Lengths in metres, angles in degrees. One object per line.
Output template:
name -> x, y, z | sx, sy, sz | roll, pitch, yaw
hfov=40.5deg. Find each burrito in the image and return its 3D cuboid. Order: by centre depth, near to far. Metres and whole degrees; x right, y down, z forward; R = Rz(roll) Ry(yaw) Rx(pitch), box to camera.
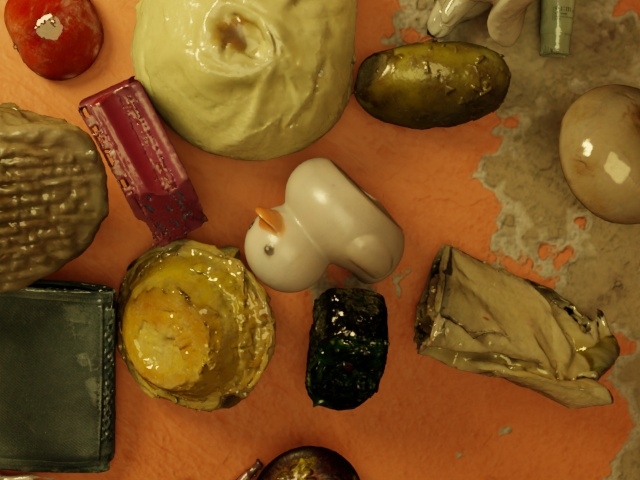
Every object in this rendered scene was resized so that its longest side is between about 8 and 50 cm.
burrito -> 0.316, 0.159, 1.411 | 0.331, 0.190, 0.135 | 24, 132, -5

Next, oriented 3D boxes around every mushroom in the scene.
mushroom -> 0.467, -0.133, 1.369 | 0.226, 0.178, 0.227 | 6, 80, -32

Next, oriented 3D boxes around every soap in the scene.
soap -> -0.266, -0.113, 1.305 | 0.099, 0.162, 0.250 | -28, 110, -12

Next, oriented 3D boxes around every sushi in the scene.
sushi -> 0.042, 0.177, 1.351 | 0.124, 0.127, 0.225 | 5, 142, -5

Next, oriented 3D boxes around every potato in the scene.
potato -> 0.170, -0.237, 1.338 | 0.251, 0.113, 0.149 | -6, 144, -8

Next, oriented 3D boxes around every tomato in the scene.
tomato -> -0.406, -0.323, 1.302 | 0.139, 0.091, 0.159 | -22, 98, -2

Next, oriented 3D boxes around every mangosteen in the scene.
mangosteen -> -0.013, 0.448, 1.429 | 0.192, 0.192, 0.217 | -24, 132, 0

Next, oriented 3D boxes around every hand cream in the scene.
hand cream -> 0.377, -0.395, 1.373 | 0.078, 0.050, 0.205 | 2, 95, -5

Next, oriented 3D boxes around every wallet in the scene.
wallet -> -0.443, 0.213, 1.373 | 0.237, 0.075, 0.342 | 3, 114, -9

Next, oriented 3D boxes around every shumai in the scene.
shumai -> -0.486, -0.085, 1.255 | 0.314, 0.262, 0.267 | -28, 127, -16

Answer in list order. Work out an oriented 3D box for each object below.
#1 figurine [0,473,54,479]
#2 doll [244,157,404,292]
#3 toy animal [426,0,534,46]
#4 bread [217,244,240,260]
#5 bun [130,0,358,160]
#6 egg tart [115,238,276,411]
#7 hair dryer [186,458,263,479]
figurine -> -0.550, 0.493, 1.388 | 0.284, 0.206, 0.316 | 32, 102, -3
doll -> 0.000, 0.000, 1.320 | 0.221, 0.221, 0.251 | -52, 132, 5
toy animal -> 0.248, -0.405, 1.263 | 0.174, 0.289, 0.249 | -12, 121, -4
bread -> -0.161, 0.065, 1.401 | 0.066, 0.060, 0.110 | 3, 103, 7
bun -> -0.104, -0.294, 1.275 | 0.364, 0.202, 0.365 | 0, 98, -2
egg tart -> -0.212, 0.140, 1.340 | 0.294, 0.116, 0.295 | 5, 103, 21
hair dryer -> -0.162, 0.425, 1.473 | 0.154, 0.054, 0.106 | -36, 96, -8
